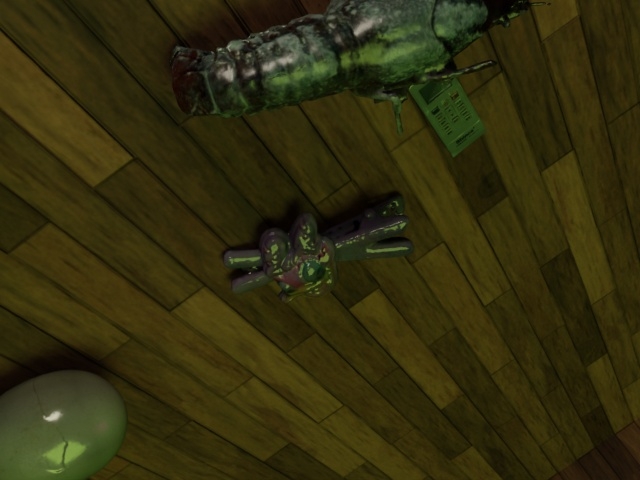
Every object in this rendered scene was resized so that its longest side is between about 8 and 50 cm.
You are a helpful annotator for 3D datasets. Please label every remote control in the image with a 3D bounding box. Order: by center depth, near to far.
[{"bbox_3d":[0.167,-0.174,1.093,0.061,0.029,0.162,-39,136,5],"label":"remote control"}]

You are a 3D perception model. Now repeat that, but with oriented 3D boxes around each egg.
[{"bbox_3d":[-0.359,0.253,1.090,0.209,0.151,0.151,-18,139,-15],"label":"egg"}]

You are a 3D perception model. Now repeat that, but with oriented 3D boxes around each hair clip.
[{"bbox_3d":[0.009,0.007,1.128,0.278,0.090,0.137,-22,131,-13],"label":"hair clip"}]

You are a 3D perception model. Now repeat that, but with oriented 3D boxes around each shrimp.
[{"bbox_3d":[0.049,-0.212,0.883,0.410,0.166,0.222,-23,113,-19],"label":"shrimp"}]
